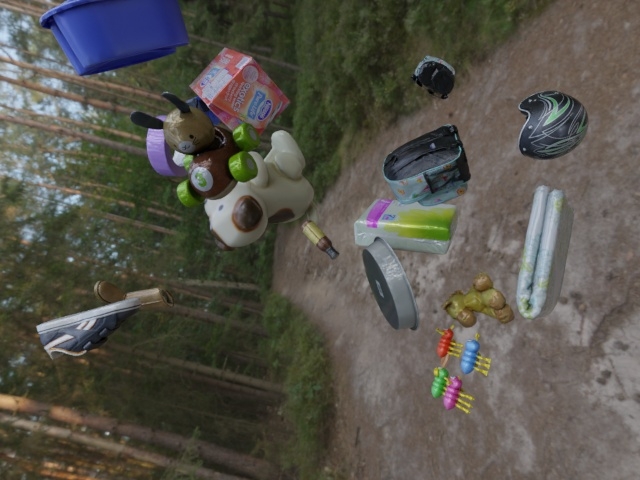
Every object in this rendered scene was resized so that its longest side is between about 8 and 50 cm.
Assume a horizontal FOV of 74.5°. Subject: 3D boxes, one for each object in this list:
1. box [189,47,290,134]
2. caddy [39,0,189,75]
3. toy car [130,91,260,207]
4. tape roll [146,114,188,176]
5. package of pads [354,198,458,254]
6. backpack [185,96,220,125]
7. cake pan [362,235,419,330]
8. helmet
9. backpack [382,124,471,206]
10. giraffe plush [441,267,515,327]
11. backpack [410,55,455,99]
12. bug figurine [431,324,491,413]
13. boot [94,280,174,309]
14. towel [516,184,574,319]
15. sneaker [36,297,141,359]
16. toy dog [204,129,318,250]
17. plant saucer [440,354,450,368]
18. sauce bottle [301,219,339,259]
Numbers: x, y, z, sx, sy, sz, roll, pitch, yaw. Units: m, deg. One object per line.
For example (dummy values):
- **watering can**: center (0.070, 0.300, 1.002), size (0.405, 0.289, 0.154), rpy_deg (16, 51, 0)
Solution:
- **box**: center (-0.219, -0.380, 1.089), size (0.154, 0.142, 0.300), rpy_deg (-46, 36, 2)
- **caddy**: center (-0.508, -0.549, 1.063), size (0.241, 0.341, 0.179), rpy_deg (15, 129, 52)
- **toy car**: center (-0.225, -0.172, 0.733), size (0.188, 0.155, 0.149), rpy_deg (42, -144, -46)
- **tape roll**: center (-0.683, -0.436, 1.946), size (0.275, 0.090, 0.274), rpy_deg (4, -90, -79)
- **package of pads**: center (0.285, -0.051, 1.369), size (0.229, 0.296, 0.101), rpy_deg (-44, -44, -56)
- **backpack**: center (-0.428, -0.483, 1.580), size (0.098, 0.101, 0.120), rpy_deg (8, 125, 53)
- **cake pan**: center (0.196, 0.132, 1.225), size (0.293, 0.054, 0.293), rpy_deg (160, 90, -83)
- **helmet**: center (0.587, -0.288, 1.076), size (0.169, 0.169, 0.161), rpy_deg (111, 166, -48)
- **backpack**: center (0.250, -0.168, 1.004), size (0.166, 0.188, 0.144), rpy_deg (-87, -26, -45)
- **giraffe plush**: center (0.476, 0.198, 1.321), size (0.170, 0.181, 0.210), rpy_deg (-34, 27, 11)
- **backpack**: center (0.406, -0.591, 1.507), size (0.115, 0.152, 0.182), rpy_deg (-54, 12, 24)
- **bug figurine**: center (0.365, 0.346, 1.157), size (0.279, 0.072, 0.216), rpy_deg (118, 167, -85)
- **boot**: center (-0.843, 0.245, 1.916), size (0.236, 0.269, 0.089), rpy_deg (66, -160, -52)
- **towel**: center (0.668, 0.045, 1.254), size (0.320, 0.090, 0.374), rpy_deg (12, -92, -53)
- **sneaker**: center (-0.692, 0.271, 1.293), size (0.126, 0.321, 0.127), rpy_deg (-19, -88, -85)
- **toy dog**: center (-0.226, -0.129, 1.456), size (0.284, 0.395, 0.408), rpy_deg (-26, 12, 41)
- **plant saucer**: center (0.511, 0.483, 1.723), size (0.083, 0.013, 0.083), rpy_deg (22, -90, -83)
- **sauce bottle**: center (0.000, 0.000, 1.143), size (0.042, 0.128, 0.042), rpy_deg (-36, -18, -14)
